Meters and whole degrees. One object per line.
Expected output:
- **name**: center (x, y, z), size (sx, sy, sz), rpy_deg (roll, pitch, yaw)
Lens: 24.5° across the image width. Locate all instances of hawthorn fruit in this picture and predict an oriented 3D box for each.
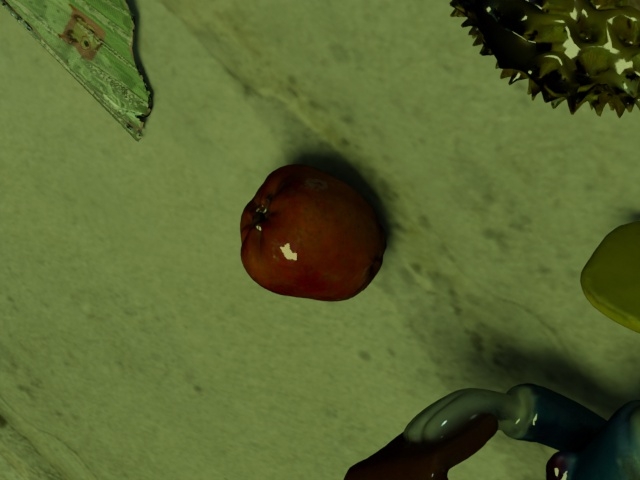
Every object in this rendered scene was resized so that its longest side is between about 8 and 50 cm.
- **hawthorn fruit**: center (0.000, 0.000, 0.893), size (0.093, 0.081, 0.081), rpy_deg (22, 148, -29)

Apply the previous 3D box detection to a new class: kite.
- **kite**: center (-0.158, -0.192, 0.865), size (0.267, 0.013, 0.323), rpy_deg (18, 139, 23)

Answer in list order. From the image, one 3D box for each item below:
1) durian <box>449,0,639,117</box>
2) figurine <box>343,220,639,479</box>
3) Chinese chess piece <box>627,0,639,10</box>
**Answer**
- **durian**: center (0.098, -0.146, 0.628), size (0.237, 0.138, 0.193), rpy_deg (8, 132, 31)
- **figurine**: center (0.160, 0.176, 0.859), size (0.283, 0.205, 0.338), rpy_deg (-10, 139, 11)
- **Chinese chess piece**: center (0.183, -0.174, 0.439), size (0.270, 0.270, 0.112), rpy_deg (11, 153, 28)
